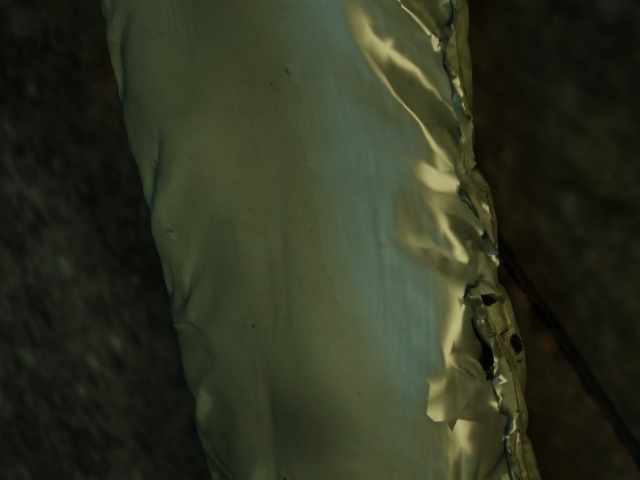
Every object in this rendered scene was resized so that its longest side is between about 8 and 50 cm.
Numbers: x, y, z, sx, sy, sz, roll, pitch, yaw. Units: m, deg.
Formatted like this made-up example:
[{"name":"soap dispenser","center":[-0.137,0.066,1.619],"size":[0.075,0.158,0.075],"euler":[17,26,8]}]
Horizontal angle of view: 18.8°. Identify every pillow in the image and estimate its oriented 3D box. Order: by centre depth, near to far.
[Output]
[{"name":"pillow","center":[0.000,0.000,0.534],"size":[0.128,0.051,0.229],"euler":[6,114,38]}]
